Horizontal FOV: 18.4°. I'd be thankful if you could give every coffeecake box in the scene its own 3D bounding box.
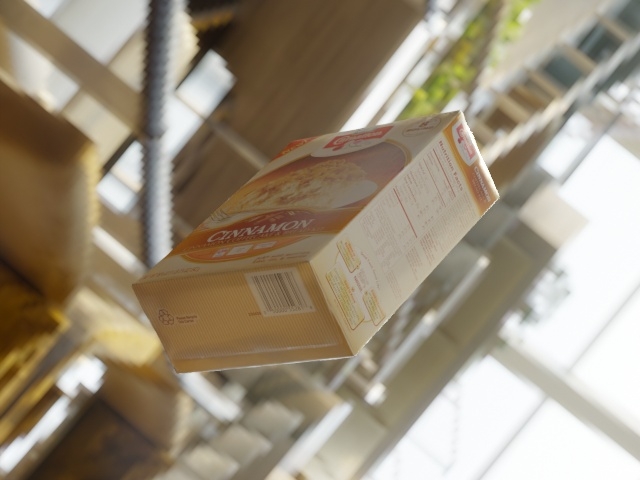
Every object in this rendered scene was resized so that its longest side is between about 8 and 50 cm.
[{"bbox_3d":[0.000,0.000,1.207,0.142,0.068,0.185,-9,-155,39],"label":"coffeecake box"}]
